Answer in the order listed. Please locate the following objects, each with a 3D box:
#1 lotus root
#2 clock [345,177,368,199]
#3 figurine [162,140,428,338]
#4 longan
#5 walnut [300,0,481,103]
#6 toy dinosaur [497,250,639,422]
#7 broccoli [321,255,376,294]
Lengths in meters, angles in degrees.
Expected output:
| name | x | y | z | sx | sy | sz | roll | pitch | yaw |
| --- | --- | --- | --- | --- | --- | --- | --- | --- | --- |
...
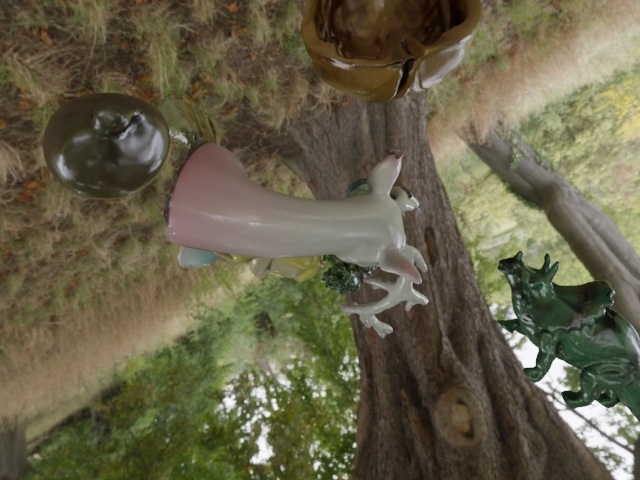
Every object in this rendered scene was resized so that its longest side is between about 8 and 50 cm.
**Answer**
| name | x | y | z | sx | sy | sz | roll | pitch | yaw |
| --- | --- | --- | --- | --- | --- | --- | --- | --- | --- |
| lotus root | -0.286 | -0.238 | 0.957 | 0.070 | 0.144 | 0.143 | -41 | 146 | 19 |
| clock | 0.092 | -0.088 | 0.871 | 0.085 | 0.017 | 0.085 | -2 | 135 | -2 |
| figurine | 0.003 | -0.014 | 0.543 | 0.315 | 0.207 | 0.284 | 14 | 164 | -3 |
| longan | -0.321 | -0.150 | 0.660 | 0.185 | 0.159 | 0.204 | -39 | -174 | -28 |
| walnut | 0.069 | -0.206 | 0.437 | 0.167 | 0.211 | 0.087 | -4 | 146 | 9 |
| toy dinosaur | 0.288 | 0.138 | 0.464 | 0.120 | 0.292 | 0.079 | -30 | 180 | 21 |
| broccoli | 0.038 | 0.029 | 0.878 | 0.160 | 0.167 | 0.154 | 20 | 159 | 7 |
